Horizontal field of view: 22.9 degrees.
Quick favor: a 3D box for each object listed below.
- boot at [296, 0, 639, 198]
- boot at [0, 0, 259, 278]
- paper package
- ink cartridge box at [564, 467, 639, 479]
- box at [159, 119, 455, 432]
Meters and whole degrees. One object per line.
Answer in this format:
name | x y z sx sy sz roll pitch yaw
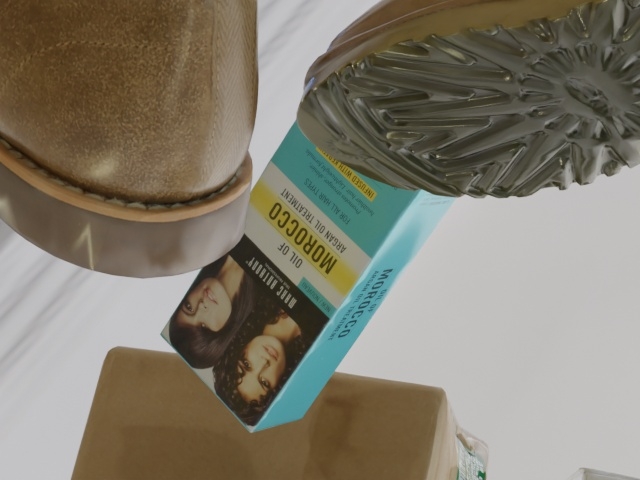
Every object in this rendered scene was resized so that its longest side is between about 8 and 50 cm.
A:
boot | 0.115 -0.157 0.553 0.236 0.089 0.270 -14 -130 37
boot | -0.136 -0.111 0.538 0.305 0.115 0.112 31 -143 27
paper package | -0.048 0.271 1.237 0.309 0.168 0.325 6 -110 20
ink cartridge box | 0.262 0.358 1.395 0.121 0.211 0.289 9 -101 5
box | 0.000 0.000 1.013 0.100 0.060 0.244 44 -64 23
